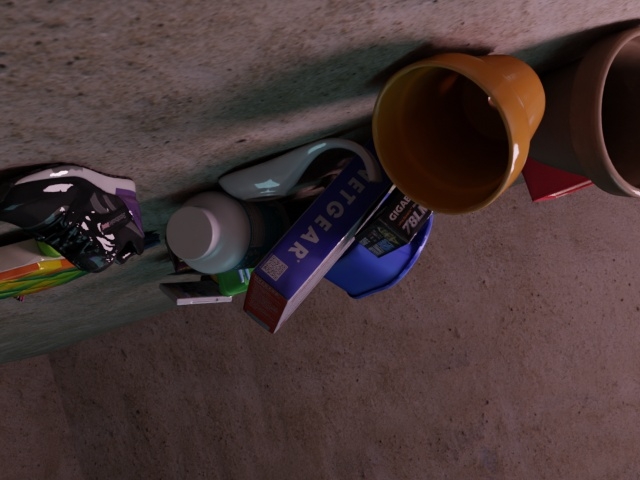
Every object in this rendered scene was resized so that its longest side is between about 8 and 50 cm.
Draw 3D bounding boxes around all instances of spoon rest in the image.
[{"bbox_3d":[-0.038,-0.118,1.304,0.276,0.084,0.137,-6,177,17],"label":"spoon rest"}]

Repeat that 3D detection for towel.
[{"bbox_3d":[-0.384,0.015,1.569,0.067,0.029,0.119,-20,-176,43],"label":"towel"}]

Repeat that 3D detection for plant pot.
[{"bbox_3d":[0.454,-0.202,1.290,0.263,0.263,0.229,-16,-169,-28],"label":"plant pot"},{"bbox_3d":[0.205,-0.163,1.054,0.205,0.205,0.188,-24,-173,47],"label":"plant pot"}]

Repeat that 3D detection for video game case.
[{"bbox_3d":[-0.319,0.131,1.982,0.143,0.019,0.157,-2,-167,-27],"label":"video game case"}]

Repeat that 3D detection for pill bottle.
[{"bbox_3d":[-0.168,-0.016,1.418,0.146,0.146,0.264,-21,174,22],"label":"pill bottle"}]

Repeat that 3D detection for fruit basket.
[{"bbox_3d":[-0.196,0.034,2.019,0.327,0.165,0.353,-15,-171,-28],"label":"fruit basket"}]

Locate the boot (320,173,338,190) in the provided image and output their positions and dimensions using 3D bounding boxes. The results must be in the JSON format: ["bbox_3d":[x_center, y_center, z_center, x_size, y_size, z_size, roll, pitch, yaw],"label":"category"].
[{"bbox_3d":[0.055,-0.127,1.668,0.106,0.037,0.114,-21,170,1],"label":"boot"}]

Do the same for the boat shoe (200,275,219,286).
[{"bbox_3d":[-0.272,0.120,2.222,0.109,0.098,0.302,-13,-166,0],"label":"boat shoe"}]

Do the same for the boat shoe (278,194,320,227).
[{"bbox_3d":[-0.088,-0.037,1.727,0.324,0.123,0.116,-16,156,12],"label":"boat shoe"}]

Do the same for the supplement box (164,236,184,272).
[{"bbox_3d":[-0.265,0.006,1.650,0.104,0.081,0.188,-17,175,-15],"label":"supplement box"}]

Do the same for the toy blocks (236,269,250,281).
[{"bbox_3d":[-0.174,0.011,1.655,0.054,0.148,0.123,-17,175,-21],"label":"toy blocks"}]

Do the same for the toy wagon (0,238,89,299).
[{"bbox_3d":[-0.473,0.038,1.353,0.267,0.068,0.344,-21,174,25],"label":"toy wagon"}]

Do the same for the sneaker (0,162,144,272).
[{"bbox_3d":[-0.310,-0.021,1.012,0.107,0.124,0.283,-21,174,18],"label":"sneaker"}]

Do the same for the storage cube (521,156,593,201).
[{"bbox_3d":[0.508,-0.202,1.576,0.215,0.193,0.183,-23,173,32],"label":"storage cube"}]

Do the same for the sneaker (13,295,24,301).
[{"bbox_3d":[-0.610,0.098,1.547,0.119,0.057,0.047,-19,177,14],"label":"sneaker"}]

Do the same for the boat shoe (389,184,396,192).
[{"bbox_3d":[0.231,-0.142,1.556,0.285,0.103,0.092,3,165,-10],"label":"boat shoe"}]

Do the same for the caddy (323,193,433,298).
[{"bbox_3d":[0.128,0.003,1.828,0.179,0.241,0.341,30,154,-18],"label":"caddy"}]

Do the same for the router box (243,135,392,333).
[{"bbox_3d":[0.000,0.000,1.463,0.335,0.082,0.301,-49,175,-19],"label":"router box"}]

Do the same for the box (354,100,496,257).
[{"bbox_3d":[0.188,-0.110,1.351,0.293,0.073,0.295,-49,179,-7],"label":"box"}]
